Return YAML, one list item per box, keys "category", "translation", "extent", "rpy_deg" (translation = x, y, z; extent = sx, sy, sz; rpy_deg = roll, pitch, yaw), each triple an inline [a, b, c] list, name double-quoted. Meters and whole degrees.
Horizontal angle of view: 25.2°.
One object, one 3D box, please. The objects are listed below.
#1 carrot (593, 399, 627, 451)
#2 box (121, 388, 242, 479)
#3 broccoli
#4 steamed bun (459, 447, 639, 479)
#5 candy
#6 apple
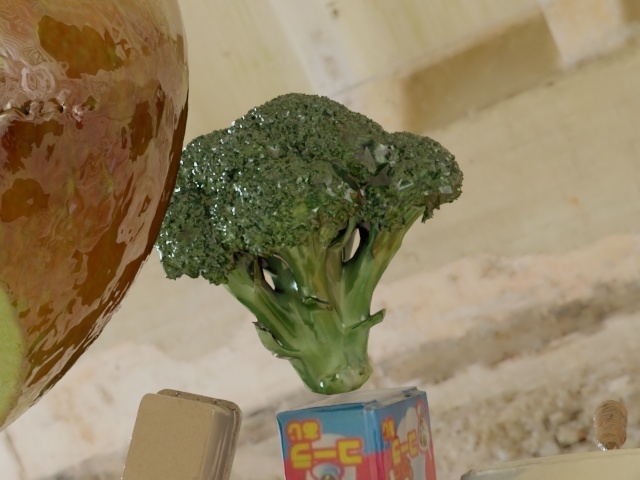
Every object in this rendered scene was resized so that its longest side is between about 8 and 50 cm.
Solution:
- category: "carrot"
  translation: [0.291, 0.192, 1.433]
  extent: [0.036, 0.035, 0.165]
  rpy_deg: [-23, 4, 14]
- category: "box"
  translation: [-0.127, 0.193, 1.267]
  extent: [0.089, 0.122, 0.062]
  rpy_deg: [9, -12, 15]
- category: "broccoli"
  translation: [0.000, 0.000, 1.268]
  extent: [0.269, 0.269, 0.254]
  rpy_deg: [-21, 6, 33]
- category: "steamed bun"
  translation: [0.216, 0.243, 1.123]
  extent: [0.232, 0.145, 0.232]
  rpy_deg: [-4, -12, -1]
- category: "candy"
  translation: [0.046, 0.294, 1.305]
  extent: [0.100, 0.305, 0.157]
  rpy_deg: [-8, -2, 22]
- category: "apple"
  translation: [-0.256, -0.049, 0.701]
  extent: [0.374, 0.374, 0.384]
  rpy_deg: [-22, 3, 27]
